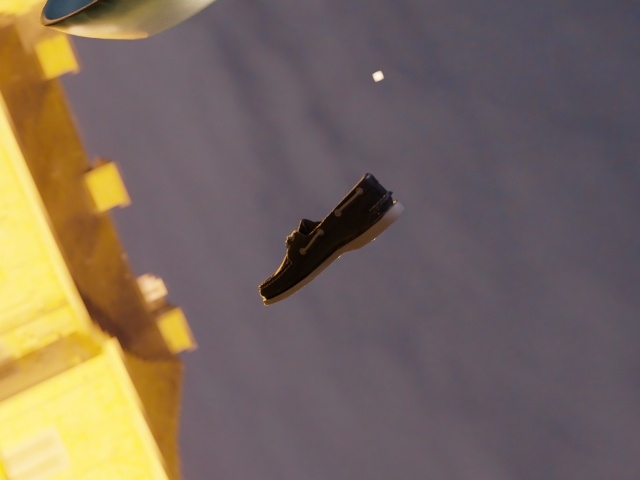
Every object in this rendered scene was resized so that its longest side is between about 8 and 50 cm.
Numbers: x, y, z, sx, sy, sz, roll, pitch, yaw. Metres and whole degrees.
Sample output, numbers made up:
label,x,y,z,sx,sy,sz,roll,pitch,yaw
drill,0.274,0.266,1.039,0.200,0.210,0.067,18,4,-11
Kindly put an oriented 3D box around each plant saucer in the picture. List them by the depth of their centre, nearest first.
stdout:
label,x,y,z,sx,sy,sz,roll,pitch,yaw
plant saucer,-0.022,-0.089,0.423,0.021,0.119,0.119,48,-16,-20

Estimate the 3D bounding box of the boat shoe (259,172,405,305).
label,x,y,z,sx,sy,sz,roll,pitch,yaw
boat shoe,0.000,0.000,1.094,0.125,0.046,0.038,-36,-83,32
